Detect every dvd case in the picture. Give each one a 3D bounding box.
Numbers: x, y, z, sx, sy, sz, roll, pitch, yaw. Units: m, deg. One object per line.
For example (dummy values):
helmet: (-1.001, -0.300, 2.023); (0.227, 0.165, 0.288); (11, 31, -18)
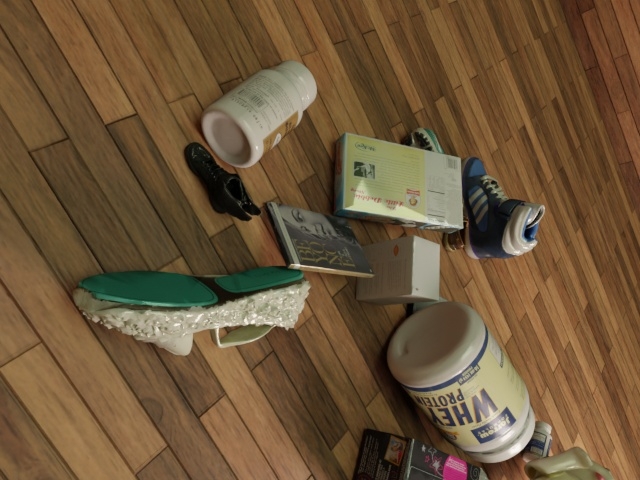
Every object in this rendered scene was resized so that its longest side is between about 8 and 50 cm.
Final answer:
dvd case: (0.000, 0.000, 0.989); (0.221, 0.018, 0.164); (9, 44, -38)

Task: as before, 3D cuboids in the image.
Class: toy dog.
toy dog: (0.601, 0.702, 1.187); (0.408, 0.284, 0.395); (-13, 125, -39)

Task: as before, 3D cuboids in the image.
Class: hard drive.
hard drive: (0.276, 0.178, 1.236); (0.135, 0.022, 0.094); (27, 65, -33)

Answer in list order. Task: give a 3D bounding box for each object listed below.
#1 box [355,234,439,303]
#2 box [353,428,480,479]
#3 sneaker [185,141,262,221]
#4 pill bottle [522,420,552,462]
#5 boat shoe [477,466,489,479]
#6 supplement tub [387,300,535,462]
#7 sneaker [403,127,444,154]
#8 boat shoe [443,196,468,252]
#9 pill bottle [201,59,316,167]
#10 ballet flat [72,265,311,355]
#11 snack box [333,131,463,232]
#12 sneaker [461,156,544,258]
box: (0.171, 0.072, 1.071); (0.091, 0.170, 0.130); (17, 71, -37)
box: (0.203, 0.526, 1.024); (0.247, 0.142, 0.163); (33, 62, -29)
sneaker: (-0.177, -0.109, 0.868); (0.051, 0.089, 0.170); (-35, 104, -39)
pill bottle: (0.653, 0.608, 1.436); (0.067, 0.067, 0.120); (49, 54, -22)
boat shoe: (0.404, 0.619, 1.228); (0.184, 0.066, 0.063); (46, 45, -23)
supplement tub: (0.329, 0.328, 1.109); (0.325, 0.235, 0.235); (52, 53, -19)
sneaker: (0.325, -0.180, 1.306); (0.110, 0.107, 0.275); (-30, 101, -49)
boat shoe: (0.392, -0.054, 1.358); (0.064, 0.060, 0.178); (25, 66, -34)
pill bottle: (-0.109, -0.253, 0.929); (0.131, 0.131, 0.229); (53, 53, -19)
ballet flat: (-0.183, 0.123, 0.794); (0.409, 0.147, 0.147); (0, 81, -41)
snack box: (0.189, -0.131, 1.143); (0.322, 0.060, 0.187); (8, 75, -20)
sneaker: (0.522, -0.109, 1.363); (0.130, 0.236, 0.322); (10, 75, -39)
